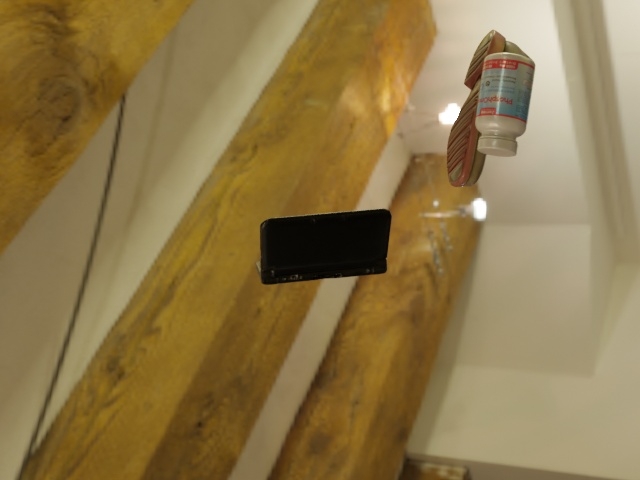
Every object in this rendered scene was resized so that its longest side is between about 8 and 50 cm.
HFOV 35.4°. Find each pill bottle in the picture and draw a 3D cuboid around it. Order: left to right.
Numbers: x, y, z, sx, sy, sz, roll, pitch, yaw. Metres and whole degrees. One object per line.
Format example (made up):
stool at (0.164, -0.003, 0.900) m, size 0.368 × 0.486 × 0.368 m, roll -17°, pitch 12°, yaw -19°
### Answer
pill bottle at (0.305, -0.224, 1.673) m, size 0.087 × 0.087 × 0.160 m, roll 19°, pitch -101°, yaw -62°

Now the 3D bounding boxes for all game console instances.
game console at (0.000, 0.000, 0.961) m, size 0.107 × 0.122 × 0.071 m, roll -129°, pitch 35°, yaw -76°

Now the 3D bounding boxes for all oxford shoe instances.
oxford shoe at (0.331, -0.238, 1.887) m, size 0.123 × 0.130 × 0.348 m, roll -44°, pitch 24°, yaw 64°
